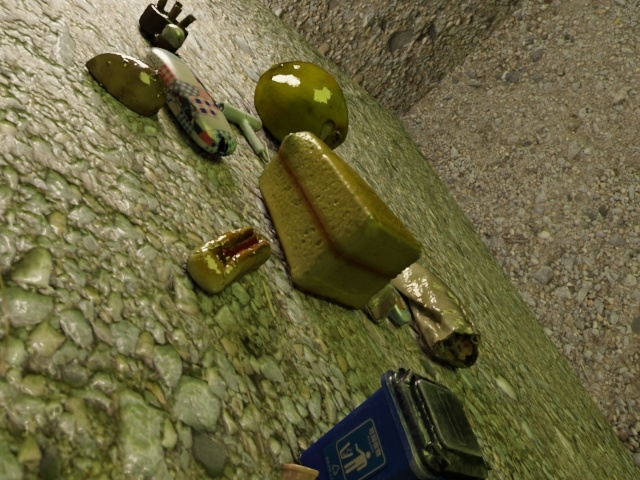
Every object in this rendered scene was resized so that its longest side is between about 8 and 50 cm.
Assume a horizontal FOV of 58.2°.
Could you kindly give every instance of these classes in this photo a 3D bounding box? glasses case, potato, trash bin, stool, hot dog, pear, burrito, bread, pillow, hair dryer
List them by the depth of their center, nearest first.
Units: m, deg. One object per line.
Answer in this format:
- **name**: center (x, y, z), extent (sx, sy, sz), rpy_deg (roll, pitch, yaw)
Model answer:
- **trash bin**: center (0.102, 0.311, 0.822), extent (0.184, 0.234, 0.162), rpy_deg (30, 29, -39)
- **hot dog**: center (-0.154, 0.023, 1.050), extent (0.084, 0.073, 0.242), rpy_deg (45, 20, 5)
- **potato**: center (-0.383, -0.334, 1.197), extent (0.172, 0.089, 0.100), rpy_deg (23, 35, -51)
- **bread**: center (0.026, -0.065, 1.329), extent (0.245, 0.233, 0.362), rpy_deg (24, 31, -47)
- **glasses case**: center (-0.306, -0.328, 1.354), extent (0.327, 0.076, 0.125), rpy_deg (55, 20, 18)
- **pillow**: center (0.108, 0.089, 1.424), extent (0.233, 0.038, 0.130), rpy_deg (56, 44, -5)
- **glasses case**: center (0.175, 0.144, 1.514), extent (0.178, 0.045, 0.067), rpy_deg (56, 28, 17)
- **stool**: center (-0.404, -0.568, 1.530), extent (0.125, 0.121, 0.217), rpy_deg (31, 22, -41)
- **hair dryer**: center (-0.195, -0.284, 1.552), extent (0.155, 0.044, 0.183), rpy_deg (14, 43, -53)
- **burrito**: center (0.320, 0.187, 1.615), extent (0.190, 0.135, 0.332), rpy_deg (21, 30, -38)
- **pear**: center (-0.054, -0.401, 1.734), extent (0.321, 0.269, 0.269), rpy_deg (40, 19, 13)

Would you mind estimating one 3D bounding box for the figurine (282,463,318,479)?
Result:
- **figurine**: center (-0.013, 0.383, 0.627), extent (0.200, 0.133, 0.276), rpy_deg (24, 25, -24)
